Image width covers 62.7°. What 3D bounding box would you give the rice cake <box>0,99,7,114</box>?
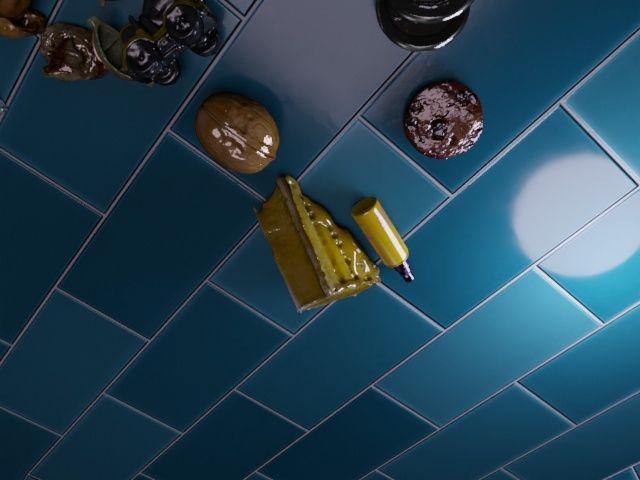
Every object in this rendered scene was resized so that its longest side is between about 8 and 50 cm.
[{"bbox_3d":[-0.819,-0.361,1.204,0.043,0.034,0.211,-17,150,13],"label":"rice cake"}]

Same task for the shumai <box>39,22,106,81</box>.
[{"bbox_3d":[-0.551,-0.412,1.177,0.139,0.105,0.123,9,123,-33],"label":"shumai"}]

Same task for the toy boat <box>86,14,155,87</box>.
[{"bbox_3d":[-0.449,-0.412,1.166,0.071,0.089,0.185,6,148,47],"label":"toy boat"}]

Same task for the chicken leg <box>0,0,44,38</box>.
[{"bbox_3d":[-0.753,-0.493,1.104,0.295,0.182,0.409,26,130,-32],"label":"chicken leg"}]

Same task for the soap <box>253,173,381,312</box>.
[{"bbox_3d":[0.000,0.000,1.440,0.169,0.304,0.338,-29,78,27],"label":"soap"}]

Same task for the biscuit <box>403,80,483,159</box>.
[{"bbox_3d":[0.291,-0.280,1.238,0.192,0.049,0.192,-1,122,-1],"label":"biscuit"}]

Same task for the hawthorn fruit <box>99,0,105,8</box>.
[{"bbox_3d":[-0.417,-0.564,1.027,0.179,0.173,0.173,-27,118,18],"label":"hawthorn fruit"}]

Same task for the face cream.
[{"bbox_3d":[0.181,0.009,1.413,0.078,0.078,0.273,-26,118,18],"label":"face cream"}]

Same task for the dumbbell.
[{"bbox_3d":[0.200,-0.475,0.992,0.192,0.290,0.192,0,89,5],"label":"dumbbell"}]

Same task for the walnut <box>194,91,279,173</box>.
[{"bbox_3d":[-0.191,-0.249,1.217,0.207,0.167,0.167,35,118,-16],"label":"walnut"}]

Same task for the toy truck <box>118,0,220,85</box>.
[{"bbox_3d":[-0.333,-0.445,1.109,0.224,0.147,0.165,-34,91,11],"label":"toy truck"}]
